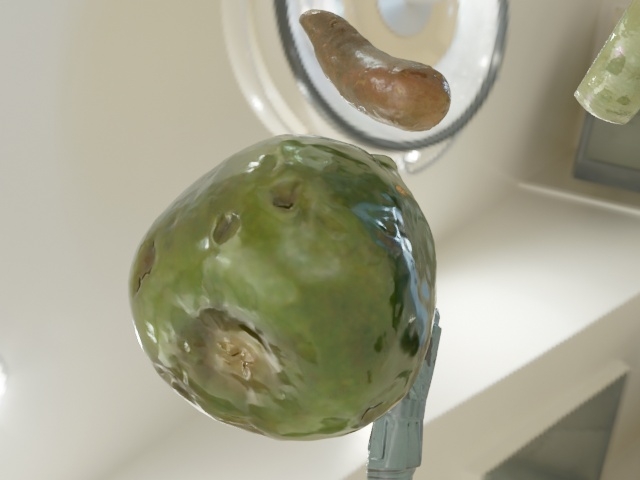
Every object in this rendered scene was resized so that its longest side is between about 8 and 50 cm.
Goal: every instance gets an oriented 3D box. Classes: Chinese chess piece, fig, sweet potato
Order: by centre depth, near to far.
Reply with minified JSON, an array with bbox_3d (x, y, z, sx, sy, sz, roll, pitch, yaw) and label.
[{"bbox_3d":[0.000,0.000,0.741,0.275,0.206,0.206,-52,-28,-47],"label":"fig"},{"bbox_3d":[0.284,-0.172,0.941,0.144,0.058,0.144,-58,-7,-11],"label":"Chinese chess piece"},{"bbox_3d":[0.059,-0.216,1.376,0.097,0.292,0.097,-24,-47,-29],"label":"sweet potato"}]

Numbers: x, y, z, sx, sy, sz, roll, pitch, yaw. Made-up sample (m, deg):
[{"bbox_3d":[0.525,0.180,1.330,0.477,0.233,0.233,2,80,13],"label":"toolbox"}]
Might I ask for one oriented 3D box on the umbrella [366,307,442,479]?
[{"bbox_3d":[0.077,0.182,1.014,0.053,0.052,0.250,4,84,63],"label":"umbrella"}]
